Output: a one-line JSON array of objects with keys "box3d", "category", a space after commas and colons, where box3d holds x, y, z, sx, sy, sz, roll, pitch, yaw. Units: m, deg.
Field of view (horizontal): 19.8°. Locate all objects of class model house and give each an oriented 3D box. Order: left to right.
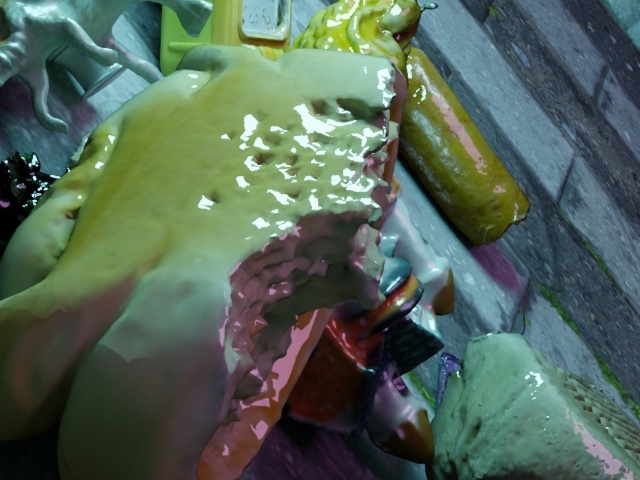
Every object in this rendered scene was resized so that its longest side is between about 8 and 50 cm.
[{"box3d": [0.047, 0.069, 1.711, 0.301, 0.190, 0.271, 54, 18, -11], "category": "model house"}]

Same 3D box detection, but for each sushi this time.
[{"box3d": [-0.234, -0.024, 1.439, 0.083, 0.085, 0.056, 27, 37, -49], "category": "sushi"}]

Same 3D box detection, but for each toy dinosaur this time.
[{"box3d": [-0.188, -0.218, 1.626, 0.205, 0.092, 0.393, 27, 56, -15], "category": "toy dinosaur"}]

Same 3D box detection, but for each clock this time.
[{"box3d": [-0.092, -0.256, 1.875, 0.143, 0.096, 0.202, -6, 99, -61], "category": "clock"}]

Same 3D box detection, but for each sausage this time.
[{"box3d": [0.150, -0.117, 2.252, 0.270, 0.109, 0.109, 54, 24, -4], "category": "sausage"}]

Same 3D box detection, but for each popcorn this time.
[{"box3d": [0.034, -0.208, 2.111, 0.140, 0.163, 0.194, 25, 67, -19], "category": "popcorn"}]

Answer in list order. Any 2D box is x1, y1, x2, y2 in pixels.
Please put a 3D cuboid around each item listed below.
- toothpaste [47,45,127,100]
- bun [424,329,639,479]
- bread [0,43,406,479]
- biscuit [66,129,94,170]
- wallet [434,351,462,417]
[{"box3d": [-0.293, -0.274, 1.673, 0.100, 0.066, 0.323, -39, 93, -34], "category": "toothpaste"}, {"box3d": [0.218, 0.245, 1.783, 0.281, 0.205, 0.281, 40, 13, -11], "category": "bun"}, {"box3d": [-0.087, 0.010, 1.352, 0.245, 0.329, 0.424, 35, 49, -3], "category": "bread"}, {"box3d": [-0.121, -0.077, 1.658, 0.265, 0.040, 0.188, -7, 24, -36], "category": "biscuit"}, {"box3d": [0.163, 0.200, 1.952, 0.111, 0.030, 0.166, 46, 26, -22], "category": "wallet"}]
